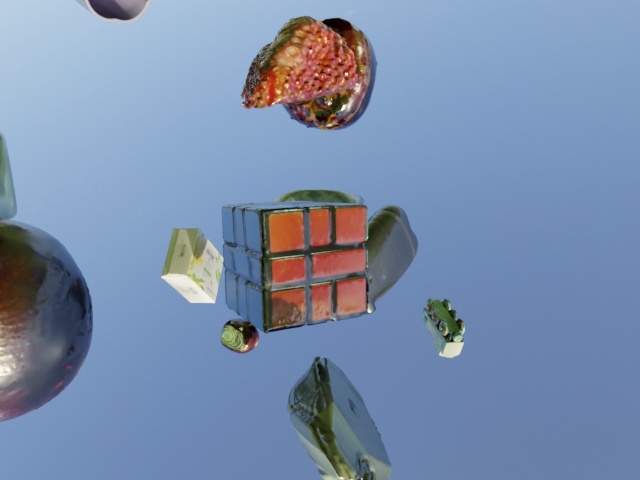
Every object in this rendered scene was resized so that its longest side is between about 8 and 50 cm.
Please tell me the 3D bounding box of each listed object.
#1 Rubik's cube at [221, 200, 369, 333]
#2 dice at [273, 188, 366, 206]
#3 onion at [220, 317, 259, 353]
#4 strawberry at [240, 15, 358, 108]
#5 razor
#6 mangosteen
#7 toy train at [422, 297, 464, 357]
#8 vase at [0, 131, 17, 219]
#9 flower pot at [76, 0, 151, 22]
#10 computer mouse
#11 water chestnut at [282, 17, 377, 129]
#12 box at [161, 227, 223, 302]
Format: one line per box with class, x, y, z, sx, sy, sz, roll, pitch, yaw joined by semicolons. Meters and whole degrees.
Rubik's cube;-0.067;0.045;1.174;0.294;0.283;0.289;-2;-174;-28
dice;0.000;0.000;1.741;0.329;0.348;0.329;1;-94;10
onion;-0.245;0.292;1.464;0.117;0.118;0.118;42;-107;12
strawberry;-0.034;-0.258;0.671;0.175;0.106;0.236;-10;-158;-6
razor;0.167;0.052;1.409;0.114;0.204;0.349;-8;-151;47
mangosteen;-0.478;0.117;0.669;0.298;0.296;0.293;-1;-170;21
toy train;0.378;0.266;1.480;0.081;0.125;0.194;3;-152;-15
vase;-0.745;-0.119;0.878;0.292;0.244;0.245;-12;-141;-33
flower pot;-0.626;-0.782;1.318;0.243;0.265;0.265;36;-110;19
computer mouse;0.023;0.412;1.031;0.146;0.228;0.429;-37;-169;2
water chestnut;0.003;-0.441;1.247;0.301;0.300;0.299;-11;-131;13
box;-0.462;0.096;1.739;0.111;0.260;0.194;-1;-117;12
